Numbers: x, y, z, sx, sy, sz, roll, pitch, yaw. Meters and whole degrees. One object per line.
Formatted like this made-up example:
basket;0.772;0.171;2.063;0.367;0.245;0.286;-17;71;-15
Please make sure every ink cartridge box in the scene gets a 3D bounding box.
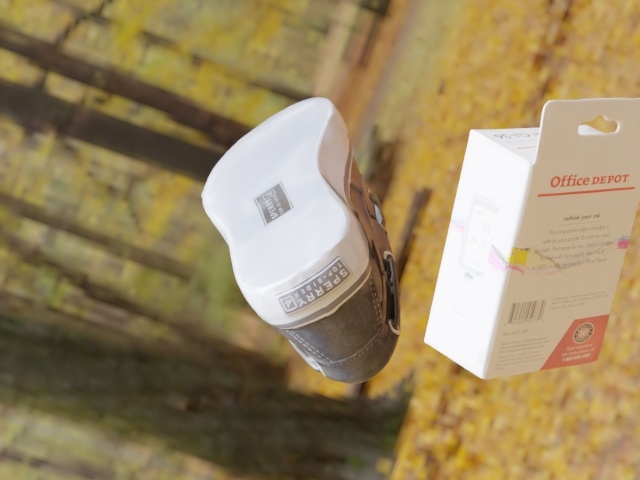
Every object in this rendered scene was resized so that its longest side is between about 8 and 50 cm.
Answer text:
ink cartridge box;0.151;-0.013;1.340;0.067;0.115;0.198;33;119;45

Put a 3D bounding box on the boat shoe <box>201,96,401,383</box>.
boat shoe;0.000;0.000;0.937;0.080;0.076;0.228;-33;21;3
